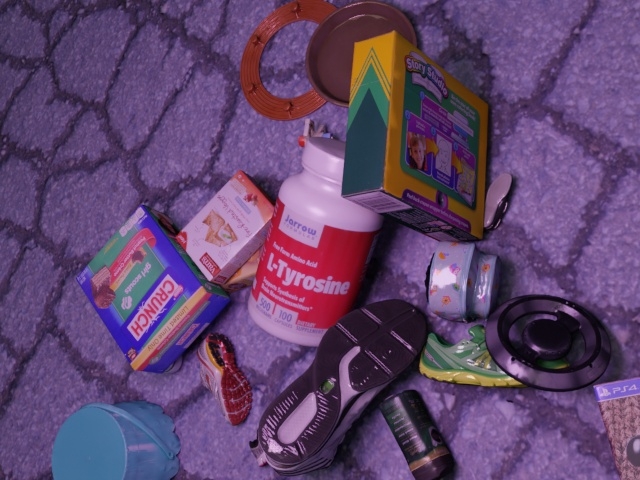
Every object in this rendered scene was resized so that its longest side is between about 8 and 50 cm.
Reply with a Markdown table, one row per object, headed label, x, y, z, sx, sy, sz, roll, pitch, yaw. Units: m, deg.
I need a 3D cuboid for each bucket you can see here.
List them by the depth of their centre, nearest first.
| label | x | y | z | sx | sy | sz | roll | pitch | yaw |
| --- | --- | --- | --- | --- | --- | --- | --- | --- | --- |
| bucket | -0.511 | 0.531 | 1.701 | 0.281 | 0.183 | 0.281 | -6 | 76 | 25 |

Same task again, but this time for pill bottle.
| label | x | y | z | sx | sy | sz | roll | pitch | yaw |
| --- | --- | --- | --- | --- | --- | --- | --- | --- | --- |
| pill bottle | 0.000 | 0.000 | 1.459 | 0.229 | 0.229 | 0.407 | 29 | 113 | 29 |

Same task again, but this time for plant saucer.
| label | x | y | z | sx | sy | sz | roll | pitch | yaw |
| --- | --- | --- | --- | --- | --- | --- | --- | --- | --- |
| plant saucer | 0.099 | -0.445 | 1.657 | 0.278 | 0.041 | 0.277 | -4 | 77 | 18 |

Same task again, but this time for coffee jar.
| label | x | y | z | sx | sy | sz | roll | pitch | yaw |
| --- | --- | --- | --- | --- | --- | --- | --- | --- | --- |
| coffee jar | 0.199 | 0.403 | 1.407 | 0.079 | 0.096 | 0.184 | -37 | 64 | 19 |

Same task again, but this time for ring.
| label | x | y | z | sx | sy | sz | roll | pitch | yaw |
| --- | --- | --- | --- | --- | --- | --- | --- | --- | --- |
| ring | -0.073 | -0.474 | 1.779 | 0.337 | 0.032 | 0.336 | -6 | 75 | 26 |

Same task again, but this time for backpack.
| label | x | y | z | sx | sy | sz | roll | pitch | yaw |
| --- | --- | --- | --- | --- | --- | --- | --- | --- | --- |
| backpack | 0.285 | 0.083 | 1.378 | 0.145 | 0.188 | 0.165 | 8 | 82 | 29 |

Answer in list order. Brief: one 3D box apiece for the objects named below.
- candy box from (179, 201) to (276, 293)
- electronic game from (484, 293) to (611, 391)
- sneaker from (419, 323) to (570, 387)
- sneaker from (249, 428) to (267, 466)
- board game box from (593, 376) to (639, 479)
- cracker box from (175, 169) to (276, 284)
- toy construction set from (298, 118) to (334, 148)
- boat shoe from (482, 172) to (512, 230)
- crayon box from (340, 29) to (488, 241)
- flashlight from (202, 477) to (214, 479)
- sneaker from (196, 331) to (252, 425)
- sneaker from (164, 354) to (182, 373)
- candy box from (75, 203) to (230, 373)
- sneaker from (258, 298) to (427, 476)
| label | x | y | z | sx | sy | sz | roll | pitch | yaw |
| --- | --- | --- | --- | --- | --- | --- | --- | --- | --- |
| candy box | -0.239 | 0.033 | 1.722 | 0.317 | 0.088 | 0.182 | -21 | 70 | 22 |
| electronic game | 0.428 | 0.189 | 1.296 | 0.230 | 0.048 | 0.229 | -3 | 42 | 2 |
| sneaker | 0.338 | 0.229 | 1.364 | 0.296 | 0.109 | 0.123 | -1 | 79 | 26 |
| sneaker | -0.105 | 0.440 | 1.576 | 0.075 | 0.063 | 0.170 | 44 | 105 | 22 |
| board game box | 0.628 | 0.367 | 1.163 | 0.232 | 0.141 | 0.290 | -19 | 71 | 23 |
| cracker box | -0.212 | -0.030 | 1.626 | 0.232 | 0.067 | 0.155 | -46 | 65 | 7 |
| toy construction set | 0.077 | -0.200 | 1.571 | 0.328 | 0.151 | 0.214 | 3 | 105 | 36 |
| boat shoe | 0.376 | -0.080 | 1.452 | 0.046 | 0.038 | 0.125 | 21 | 88 | 49 |
| crayon box | 0.201 | -0.189 | 1.367 | 0.106 | 0.363 | 0.312 | -8 | 71 | 40 |
| flashlight | -0.168 | 0.652 | 1.545 | 0.304 | 0.103 | 0.103 | 31 | 68 | 30 |
| sneaker | -0.238 | 0.341 | 1.668 | 0.093 | 0.088 | 0.225 | -40 | 62 | 38 |
| sneaker | -0.446 | 0.233 | 1.784 | 0.094 | 0.091 | 0.258 | -40 | 64 | 15 |
| candy box | -0.412 | 0.119 | 1.675 | 0.268 | 0.122 | 0.317 | -47 | 64 | 10 |
| sneaker | 0.043 | 0.321 | 1.471 | 0.169 | 0.257 | 0.447 | 41 | 65 | 20 |
